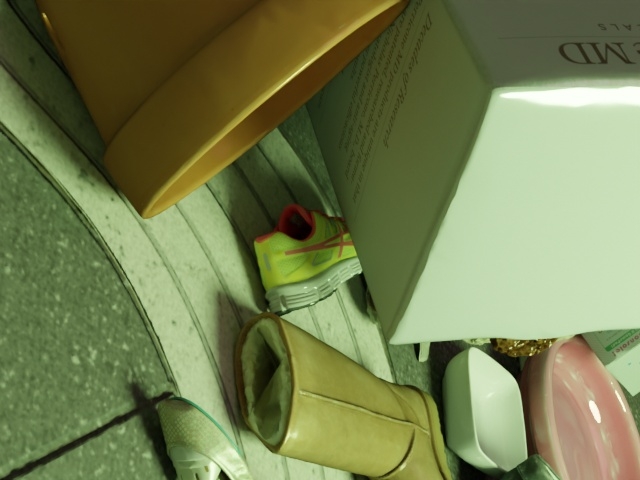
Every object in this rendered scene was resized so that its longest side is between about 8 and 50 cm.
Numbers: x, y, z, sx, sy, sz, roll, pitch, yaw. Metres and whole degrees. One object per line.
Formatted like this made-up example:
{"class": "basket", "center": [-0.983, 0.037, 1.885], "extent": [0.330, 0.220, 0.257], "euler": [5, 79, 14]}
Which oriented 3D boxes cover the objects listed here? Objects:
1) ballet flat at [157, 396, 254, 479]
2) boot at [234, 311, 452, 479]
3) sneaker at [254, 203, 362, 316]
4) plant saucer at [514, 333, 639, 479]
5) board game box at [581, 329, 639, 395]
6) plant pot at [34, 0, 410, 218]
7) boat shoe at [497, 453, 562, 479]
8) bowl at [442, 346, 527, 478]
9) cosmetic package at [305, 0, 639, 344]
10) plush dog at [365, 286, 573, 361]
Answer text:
{"class": "ballet flat", "center": [-0.084, 0.200, 1.076], "extent": [0.168, 0.057, 0.052], "euler": [55, 42, -26]}
{"class": "boot", "center": [0.031, 0.212, 1.245], "extent": [0.269, 0.089, 0.236], "euler": [30, 37, -50]}
{"class": "sneaker", "center": [0.000, 0.000, 1.324], "extent": [0.094, 0.081, 0.208], "euler": [65, 29, -5]}
{"class": "plant saucer", "center": [0.339, 0.285, 1.735], "extent": [0.332, 0.084, 0.332], "euler": [40, 39, -43]}
{"class": "board game box", "center": [0.426, 0.028, 1.797], "extent": [0.097, 0.224, 0.303], "euler": [44, 14, -41]}
{"class": "plant pot", "center": [-0.100, -0.185, 1.093], "extent": [0.203, 0.291, 0.291], "euler": [50, 30, 0]}
{"class": "boat shoe", "center": [0.323, 0.377, 1.524], "extent": [0.335, 0.119, 0.121], "euler": [42, 13, -23]}
{"class": "bowl", "center": [0.190, 0.211, 1.551], "extent": [0.142, 0.053, 0.142], "euler": [36, 42, -46]}
{"class": "cosmetic package", "center": [0.200, -0.153, 1.273], "extent": [0.329, 0.327, 0.394], "euler": [-2, 48, -19]}
{"class": "plush dog", "center": [0.214, 0.048, 1.453], "extent": [0.262, 0.225, 0.211], "euler": [-55, 129, -25]}
